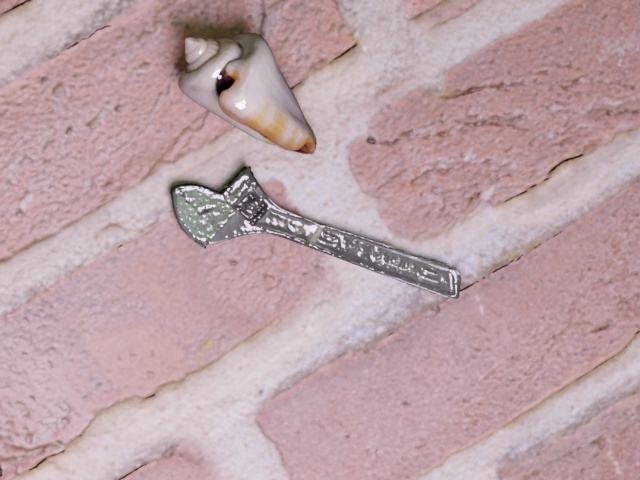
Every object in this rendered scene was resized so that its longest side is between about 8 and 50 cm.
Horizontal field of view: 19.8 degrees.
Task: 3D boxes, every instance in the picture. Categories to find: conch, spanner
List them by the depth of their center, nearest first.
[{"bbox_3d":[-0.071,-0.136,1.803,0.094,0.104,0.176,-42,113,-27],"label":"conch"},{"bbox_3d":[0.000,0.000,1.865,0.325,0.026,0.093,20,89,-16],"label":"spanner"}]
